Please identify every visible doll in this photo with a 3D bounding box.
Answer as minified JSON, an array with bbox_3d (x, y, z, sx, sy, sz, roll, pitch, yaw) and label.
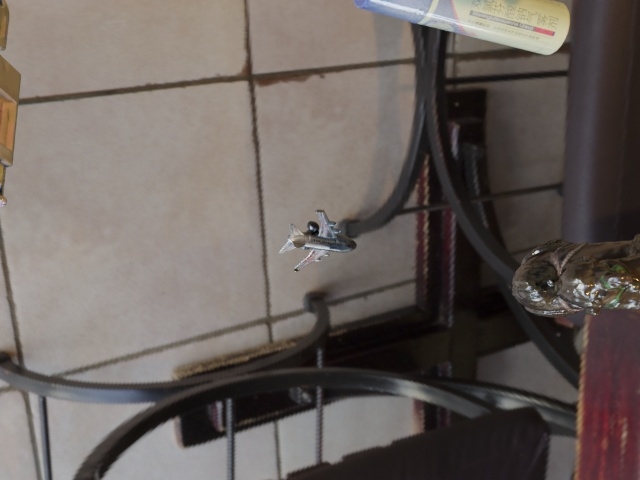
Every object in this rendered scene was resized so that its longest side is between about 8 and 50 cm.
[{"bbox_3d":[0.185,0.023,0.536,0.165,0.139,0.057,-4,89,-51],"label":"doll"}]

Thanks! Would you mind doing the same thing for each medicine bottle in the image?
[{"bbox_3d":[0.149,-0.245,0.866,0.231,0.059,0.059,7,100,-21],"label":"medicine bottle"}]

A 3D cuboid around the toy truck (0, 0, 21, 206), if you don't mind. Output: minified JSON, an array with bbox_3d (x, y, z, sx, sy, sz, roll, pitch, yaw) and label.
[{"bbox_3d":[-0.399,-0.171,0.869,0.155,0.124,0.268,-1,75,7],"label":"toy truck"}]

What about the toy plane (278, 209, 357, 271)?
[{"bbox_3d":[0.000,0.000,0.860,0.083,0.031,0.078,1,128,-31],"label":"toy plane"}]
